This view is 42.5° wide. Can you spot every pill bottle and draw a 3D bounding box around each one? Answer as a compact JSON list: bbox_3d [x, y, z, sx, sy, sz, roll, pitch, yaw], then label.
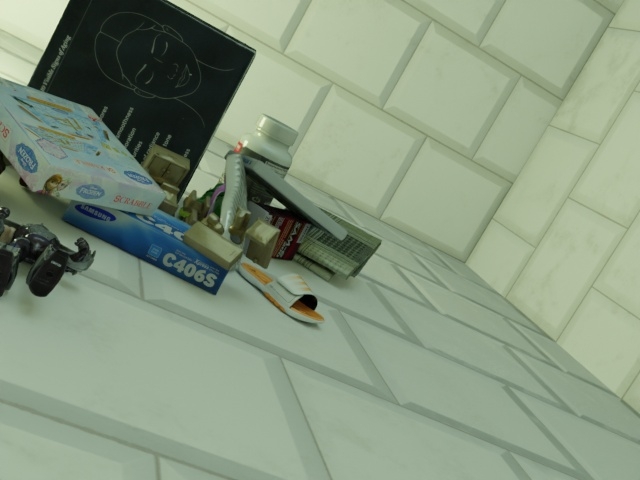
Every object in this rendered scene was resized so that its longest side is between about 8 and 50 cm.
[{"bbox_3d":[-0.196,-0.219,2.524,0.176,0.318,0.176,28,9,-5],"label":"pill bottle"}]

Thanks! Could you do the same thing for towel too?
[{"bbox_3d":[0.000,0.000,2.512,0.324,0.056,0.312,28,28,13],"label":"towel"}]

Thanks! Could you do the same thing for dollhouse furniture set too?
[{"bbox_3d":[-0.196,0.022,1.740,0.144,0.123,0.151,32,46,10],"label":"dollhouse furniture set"},{"bbox_3d":[-0.395,-0.087,1.972,0.212,0.161,0.242,24,33,-26],"label":"dollhouse furniture set"}]

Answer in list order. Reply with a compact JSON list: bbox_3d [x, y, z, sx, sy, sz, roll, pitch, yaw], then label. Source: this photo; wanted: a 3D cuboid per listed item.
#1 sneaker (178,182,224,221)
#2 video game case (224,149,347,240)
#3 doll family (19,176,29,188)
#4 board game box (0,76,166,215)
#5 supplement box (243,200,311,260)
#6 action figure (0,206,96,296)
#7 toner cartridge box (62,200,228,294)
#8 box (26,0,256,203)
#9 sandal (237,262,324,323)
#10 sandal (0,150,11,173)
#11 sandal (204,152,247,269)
[{"bbox_3d":[-0.294,-0.098,2.212,0.109,0.123,0.295,30,11,2],"label":"sneaker"},{"bbox_3d":[-0.102,-0.132,2.321,0.329,0.036,0.300,38,-4,-25],"label":"video game case"},{"bbox_3d":[-0.630,-0.199,1.788,0.263,0.118,0.163,36,12,31],"label":"doll family"},{"bbox_3d":[-0.510,-0.190,1.645,0.318,0.066,0.319,46,16,27],"label":"board game box"},{"bbox_3d":[-0.136,-0.023,2.264,0.073,0.130,0.239,34,12,28],"label":"supplement box"},{"bbox_3d":[-0.451,0.014,1.303,0.185,0.099,0.285,17,10,-18],"label":"action figure"},{"bbox_3d":[-0.358,-0.014,1.752,0.348,0.075,0.165,27,10,-12],"label":"toner cartridge box"},{"bbox_3d":[-0.486,-0.411,2.212,0.472,0.479,0.297,28,8,-10],"label":"box"},{"bbox_3d":[-0.089,0.103,1.924,0.265,0.076,0.102,35,12,29],"label":"sandal"},{"bbox_3d":[-0.657,-0.144,1.546,0.303,0.120,0.086,-37,109,-77],"label":"sandal"},{"bbox_3d":[-0.244,-0.067,2.049,0.102,0.169,0.416,-5,34,4],"label":"sandal"}]
